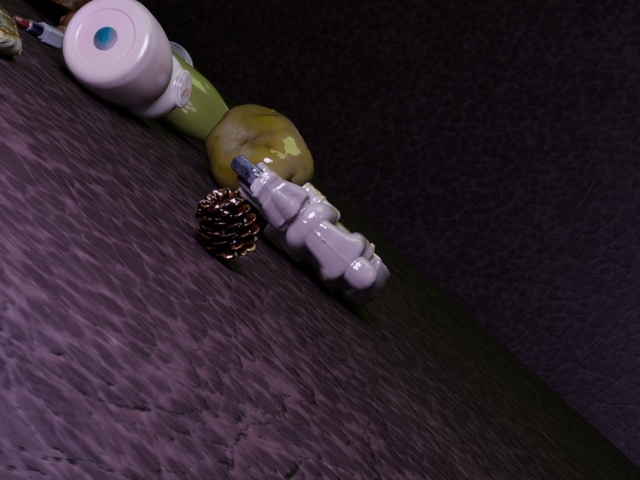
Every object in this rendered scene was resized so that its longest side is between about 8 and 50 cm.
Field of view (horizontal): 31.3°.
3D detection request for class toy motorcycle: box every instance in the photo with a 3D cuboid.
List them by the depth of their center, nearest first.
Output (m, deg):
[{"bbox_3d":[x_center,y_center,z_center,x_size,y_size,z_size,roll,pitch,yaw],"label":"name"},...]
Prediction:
[{"bbox_3d":[0.000,0.000,1.718,0.340,0.108,0.223,44,-1,-32],"label":"toy motorcycle"}]

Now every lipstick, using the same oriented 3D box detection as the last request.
[{"bbox_3d":[-0.444,-0.331,1.791,0.025,0.025,0.107,43,11,27],"label":"lipstick"}]

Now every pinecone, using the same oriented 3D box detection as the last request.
[{"bbox_3d":[-0.106,-0.019,1.315,0.077,0.083,0.077,3,31,-2],"label":"pinecone"}]

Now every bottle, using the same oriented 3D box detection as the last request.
[{"bbox_3d":[-0.285,-0.264,1.765,0.147,0.147,0.236,42,-2,20],"label":"bottle"},{"bbox_3d":[-0.245,-0.250,2.025,0.260,0.112,0.112,39,6,-19],"label":"bottle"}]

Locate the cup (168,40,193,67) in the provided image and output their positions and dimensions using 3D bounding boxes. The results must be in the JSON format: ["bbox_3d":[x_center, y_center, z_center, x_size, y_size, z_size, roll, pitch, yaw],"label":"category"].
[{"bbox_3d":[-0.317,-0.325,2.168,0.120,0.120,0.141,42,15,15],"label":"cup"}]

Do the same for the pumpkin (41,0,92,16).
[{"bbox_3d":[-0.476,-0.500,2.198,0.221,0.139,0.317,32,3,-11],"label":"pumpkin"}]

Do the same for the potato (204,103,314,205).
[{"bbox_3d":[-0.102,-0.136,1.857,0.137,0.154,0.200,27,17,-45],"label":"potato"}]

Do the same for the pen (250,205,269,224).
[{"bbox_3d":[-0.124,-0.082,1.944,0.233,0.032,0.040,48,-14,43],"label":"pen"}]

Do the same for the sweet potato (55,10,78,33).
[{"bbox_3d":[-0.431,-0.374,2.012,0.068,0.068,0.226,40,6,-7],"label":"sweet potato"}]

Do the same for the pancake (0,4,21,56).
[{"bbox_3d":[-0.471,-0.313,1.418,0.253,0.037,0.253,40,7,-6],"label":"pancake"}]
